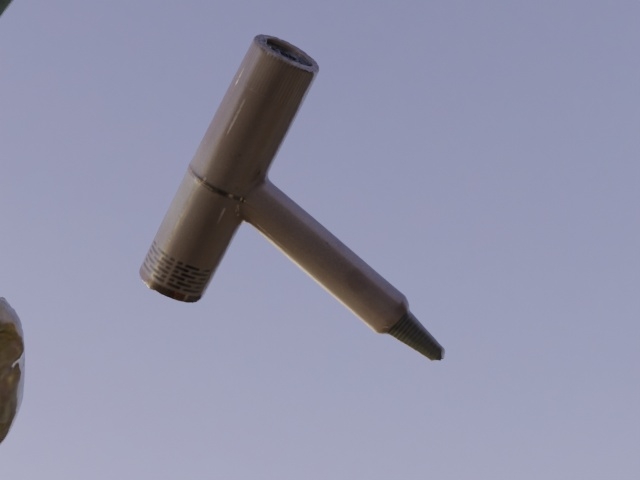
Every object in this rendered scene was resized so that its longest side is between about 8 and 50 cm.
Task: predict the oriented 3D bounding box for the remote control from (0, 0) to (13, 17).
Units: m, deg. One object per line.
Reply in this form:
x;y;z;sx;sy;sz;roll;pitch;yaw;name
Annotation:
-0.264;-0.156;1.234;0.296;0.140;0.056;-55;-37;-17;remote control

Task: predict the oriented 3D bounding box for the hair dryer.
0.008;-0.009;1.364;0.195;0.220;0.053;-63;-8;18;hair dryer

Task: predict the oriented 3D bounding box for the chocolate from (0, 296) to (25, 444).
-0.345;0.174;1.753;0.134;0.134;0.309;6;-59;-30;chocolate
